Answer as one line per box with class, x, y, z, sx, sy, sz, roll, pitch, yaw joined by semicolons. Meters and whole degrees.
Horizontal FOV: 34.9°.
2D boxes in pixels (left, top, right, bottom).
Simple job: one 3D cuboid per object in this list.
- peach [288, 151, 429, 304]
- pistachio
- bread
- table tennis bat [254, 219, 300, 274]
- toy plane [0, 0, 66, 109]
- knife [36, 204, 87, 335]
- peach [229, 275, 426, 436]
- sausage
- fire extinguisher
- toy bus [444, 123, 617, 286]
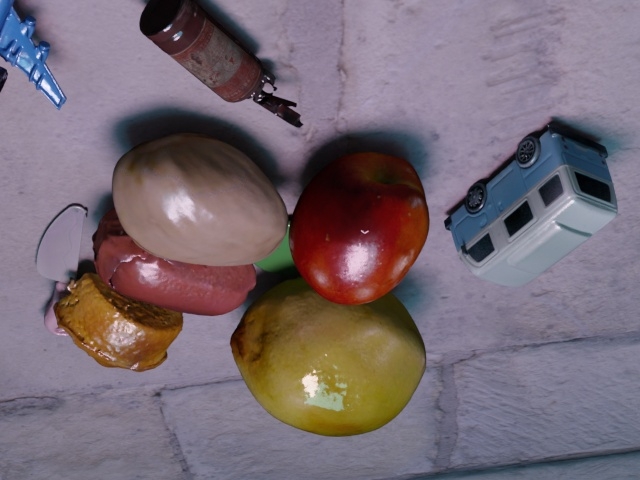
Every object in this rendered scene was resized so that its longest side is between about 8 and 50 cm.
peach;0.059;-0.018;1.550;0.199;0.243;0.243;34;140;8
pistachio;-0.174;-0.050;1.483;0.288;0.166;0.197;32;91;-38
bread;-0.331;0.144;1.736;0.229;0.139;0.143;15;121;-44
table tennis bat;0.000;0.000;1.714;0.257;0.039;0.160;-14;148;17
toy plane;-0.417;-0.249;1.234;0.254;0.105;0.271;24;139;-17
knife;-0.434;0.049;1.705;0.081;0.043;0.336;3;137;-12
peach;0.014;0.202;1.781;0.314;0.281;0.315;-26;141;28
sausage;-0.234;0.035;1.615;0.280;0.152;0.152;20;136;-37
fire extinguisher;-0.120;-0.219;1.323;0.075;0.106;0.252;-42;136;10
toy bus;0.333;-0.036;1.616;0.133;0.165;0.271;16;138;-30
